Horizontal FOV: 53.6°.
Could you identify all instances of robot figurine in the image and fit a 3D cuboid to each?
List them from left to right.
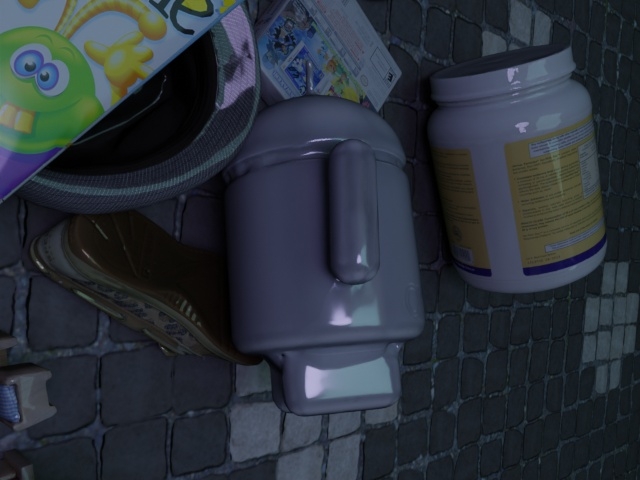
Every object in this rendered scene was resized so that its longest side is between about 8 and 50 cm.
[{"bbox_3d":[0.000,0.000,0.673,0.200,0.300,0.353,-2,79,-17],"label":"robot figurine"}]

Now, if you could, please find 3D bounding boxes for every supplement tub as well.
[{"bbox_3d":[0.299,-0.111,0.977,0.241,0.241,0.331,-30,114,-38],"label":"supplement tub"}]

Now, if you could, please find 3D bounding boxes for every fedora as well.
[{"bbox_3d":[-0.204,-0.149,0.568,0.275,0.124,0.243,-21,106,-28],"label":"fedora"}]

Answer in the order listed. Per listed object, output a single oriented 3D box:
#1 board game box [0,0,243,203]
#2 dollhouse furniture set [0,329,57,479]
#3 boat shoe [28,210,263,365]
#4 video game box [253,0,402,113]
[{"bbox_3d":[-0.188,-0.146,0.420,0.275,0.144,0.142,-48,115,-20],"label":"board game box"},{"bbox_3d":[-0.256,0.241,0.434,0.198,0.303,0.286,-11,102,-44],"label":"dollhouse furniture set"},{"bbox_3d":[-0.162,0.056,0.670,0.285,0.089,0.104,44,38,-40],"label":"boat shoe"},{"bbox_3d":[0.004,-0.224,0.818,0.205,0.048,0.187,48,60,-35],"label":"video game box"}]
